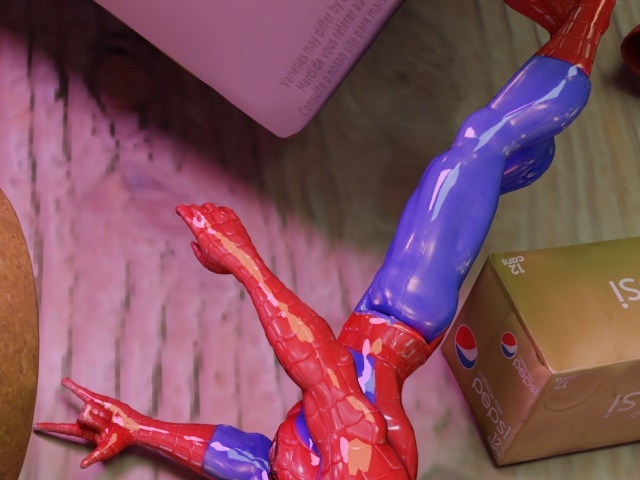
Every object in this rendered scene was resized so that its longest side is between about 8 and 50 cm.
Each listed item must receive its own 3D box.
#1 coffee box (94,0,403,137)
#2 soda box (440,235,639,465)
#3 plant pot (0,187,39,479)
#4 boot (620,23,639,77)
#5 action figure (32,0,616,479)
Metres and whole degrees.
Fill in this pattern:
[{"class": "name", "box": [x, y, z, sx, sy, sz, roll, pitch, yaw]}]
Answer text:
[{"class": "coffee box", "box": [-0.006, -0.316, 0.599, 0.334, 0.338, 0.338, 37, 52, -1]}, {"class": "soda box", "box": [0.144, 0.035, 0.652, 0.181, 0.061, 0.058, -7, 52, -25]}, {"class": "plant pot", "box": [-0.216, 0.028, 0.444, 0.254, 0.237, 0.237, 3, 47, -36]}, {"class": "boot", "box": [0.203, -0.149, 0.825, 0.176, 0.088, 0.244, -9, 57, -24]}, {"class": "action figure", "box": [0.000, 0.000, 0.568, 0.139, 0.091, 0.280, 22, 68, 3]}]
